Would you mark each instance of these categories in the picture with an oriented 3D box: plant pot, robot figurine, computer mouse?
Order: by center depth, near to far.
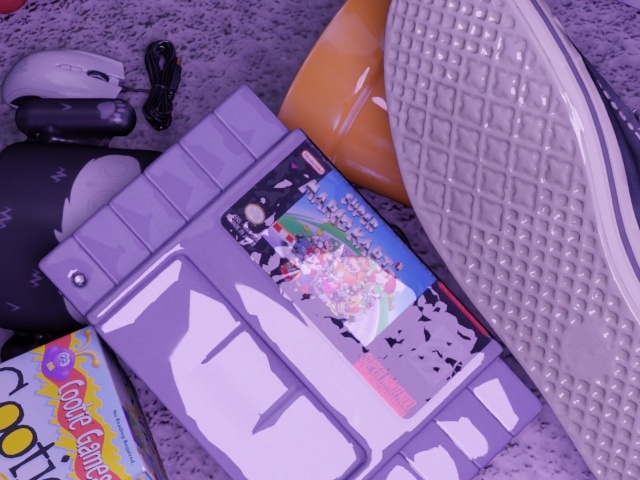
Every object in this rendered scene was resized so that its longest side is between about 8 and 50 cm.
[{"bbox_3d":[-0.217,-0.001,1.125,0.278,0.173,0.209,4,51,10],"label":"robot figurine"},{"bbox_3d":[0.089,-0.114,1.142,0.188,0.205,0.205,35,70,8],"label":"plant pot"},{"bbox_3d":[-0.239,-0.163,1.293,0.193,0.042,0.106,2,62,9],"label":"computer mouse"}]

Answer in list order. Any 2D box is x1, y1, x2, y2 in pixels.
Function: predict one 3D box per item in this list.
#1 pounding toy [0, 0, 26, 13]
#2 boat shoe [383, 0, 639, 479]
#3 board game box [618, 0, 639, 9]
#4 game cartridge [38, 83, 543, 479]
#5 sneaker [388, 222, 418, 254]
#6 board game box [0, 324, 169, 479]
[{"bbox_3d":[-0.309,-0.323,1.378,0.183,0.110,0.237,-5,30,18],"label":"pounding toy"},{"bbox_3d":[0.212,-0.003,0.982,0.156,0.187,0.500,-31,90,-45],"label":"boat shoe"},{"bbox_3d":[0.397,-0.366,1.305,0.319,0.066,0.318,29,68,22],"label":"board game box"},{"bbox_3d":[-0.020,0.074,1.000,0.230,0.068,0.355,-43,88,-4],"label":"game cartridge"},{"bbox_3d":[0.000,0.000,1.145,0.178,0.077,0.072,0,59,9],"label":"sneaker"},{"bbox_3d":[-0.273,0.206,1.027,0.275,0.142,0.144,-23,60,-5],"label":"board game box"}]
